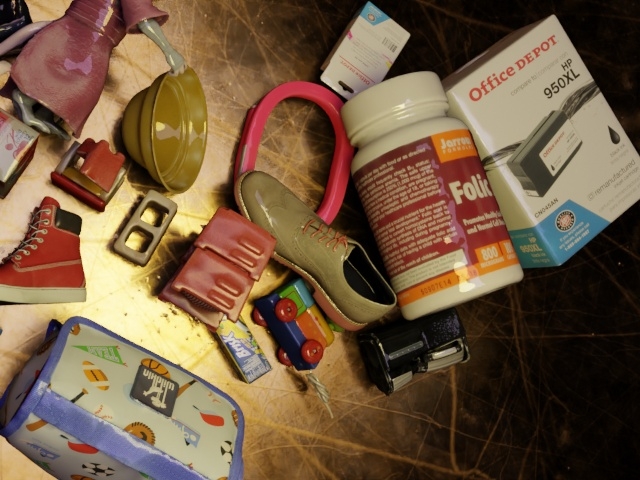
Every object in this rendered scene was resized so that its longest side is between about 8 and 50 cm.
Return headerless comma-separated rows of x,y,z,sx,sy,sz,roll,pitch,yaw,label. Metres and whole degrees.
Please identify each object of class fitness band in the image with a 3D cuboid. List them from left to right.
-0.047,-0.144,1.697,0.209,0.054,0.291,16,83,-21,fitness band

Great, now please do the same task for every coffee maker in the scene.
0.164,0.179,1.734,0.178,0.120,0.171,-18,68,-21,coffee maker

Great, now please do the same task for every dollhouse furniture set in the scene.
-0.274,-0.014,1.494,0.374,0.201,0.152,31,74,-6,dollhouse furniture set

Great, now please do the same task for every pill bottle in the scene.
0.185,-0.078,1.630,0.224,0.224,0.392,-17,82,-19,pill bottle

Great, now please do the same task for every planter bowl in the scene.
-0.273,-0.189,1.571,0.090,0.217,0.217,4,85,16,planter bowl

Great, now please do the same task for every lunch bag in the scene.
-0.305,0.277,1.408,0.327,0.385,0.239,33,78,-15,lunch bag

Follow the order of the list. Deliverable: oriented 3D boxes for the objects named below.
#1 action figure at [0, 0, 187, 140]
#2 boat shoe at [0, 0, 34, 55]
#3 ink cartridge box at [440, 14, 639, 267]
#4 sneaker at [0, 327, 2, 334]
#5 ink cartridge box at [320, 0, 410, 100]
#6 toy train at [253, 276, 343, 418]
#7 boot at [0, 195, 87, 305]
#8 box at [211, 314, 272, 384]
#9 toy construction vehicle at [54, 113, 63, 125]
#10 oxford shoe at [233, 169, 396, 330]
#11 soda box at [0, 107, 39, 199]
-0.359,-0.342,1.446,0.275,0.248,0.370,30,90,-37,action figure
-0.616,-0.335,1.442,0.340,0.158,0.127,-16,93,-20,boat shoe
0.411,-0.185,1.797,0.285,0.166,0.395,-37,99,-18,ink cartridge box
-0.554,0.065,1.501,0.081,0.080,0.211,4,87,-41,sneaker
0.074,-0.338,1.739,0.104,0.061,0.181,35,76,-14,ink cartridge box
0.001,0.177,1.679,0.143,0.105,0.248,-37,100,-31,toy train
-0.475,0.015,1.474,0.244,0.088,0.176,2,85,-58,boot
-0.154,0.167,1.637,0.054,0.059,0.169,-32,98,-17,box
-0.452,-0.243,1.562,0.086,0.035,0.098,40,76,-14,toy construction vehicle
0.000,0.000,1.596,0.348,0.130,0.123,45,52,-12,oxford shoe
-0.493,-0.132,1.422,0.083,0.263,0.092,35,77,-15,soda box
